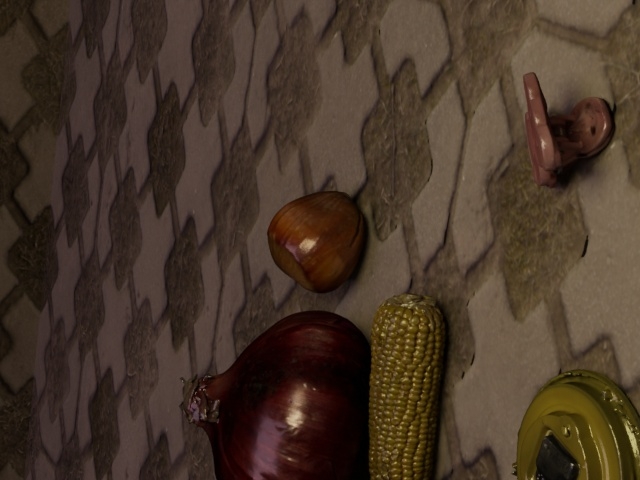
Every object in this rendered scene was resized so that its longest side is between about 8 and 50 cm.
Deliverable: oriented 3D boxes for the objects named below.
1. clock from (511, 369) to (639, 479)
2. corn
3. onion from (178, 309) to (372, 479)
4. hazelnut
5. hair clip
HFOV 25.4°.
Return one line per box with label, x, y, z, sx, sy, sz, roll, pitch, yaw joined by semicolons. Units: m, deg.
clock;0.283;0.263;1.607;0.237;0.057;0.237;2;92;63
corn;0.109;0.213;1.883;0.106;0.106;0.293;19;106;60
onion;-0.067;0.256;1.995;0.347;0.286;0.347;-165;90;-87
hazelnut;0.000;0.000;2.073;0.150;0.150;0.150;0;90;62
hair clip;0.253;-0.116;1.612;0.138;0.102;0.123;-39;53;56
